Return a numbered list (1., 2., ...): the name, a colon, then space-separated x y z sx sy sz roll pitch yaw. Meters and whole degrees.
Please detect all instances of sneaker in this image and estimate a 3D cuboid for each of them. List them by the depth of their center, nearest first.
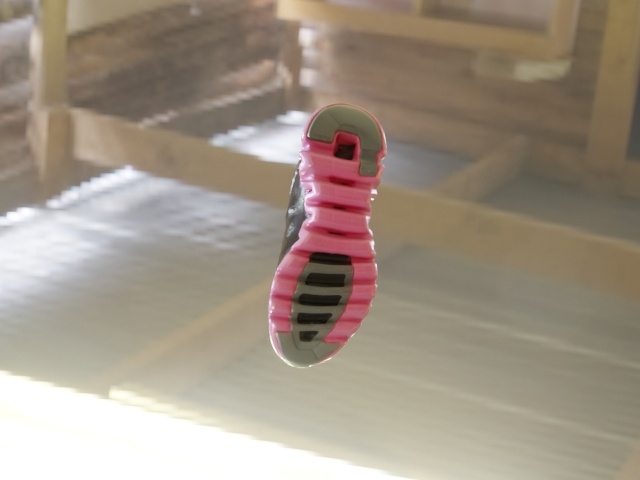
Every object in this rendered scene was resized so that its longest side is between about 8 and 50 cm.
1. sneaker: 0.000 0.000 0.715 0.047 0.119 0.057 15 168 -13
